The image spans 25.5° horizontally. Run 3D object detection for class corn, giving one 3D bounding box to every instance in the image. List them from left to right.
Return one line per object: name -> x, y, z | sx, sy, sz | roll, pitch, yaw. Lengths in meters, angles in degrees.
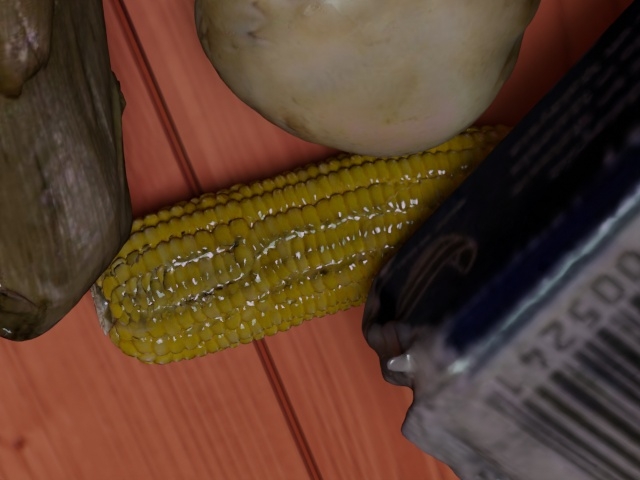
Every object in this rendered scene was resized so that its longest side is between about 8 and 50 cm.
corn -> 0.000, 0.000, 0.609 | 0.203, 0.072, 0.072 | -17, 110, -1

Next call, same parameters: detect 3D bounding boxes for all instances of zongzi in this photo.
zongzi -> -0.101, -0.120, 0.475 | 0.300, 0.145, 0.274 | -26, 110, 28

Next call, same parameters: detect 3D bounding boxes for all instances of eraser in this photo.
eraser -> 0.171, -0.034, 0.526 | 0.155, 0.101, 0.332 | 35, 107, -23

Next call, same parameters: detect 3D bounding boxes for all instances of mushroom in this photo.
mushroom -> 0.021, -0.103, 0.554 | 0.148, 0.112, 0.148 | -3, 111, -7
